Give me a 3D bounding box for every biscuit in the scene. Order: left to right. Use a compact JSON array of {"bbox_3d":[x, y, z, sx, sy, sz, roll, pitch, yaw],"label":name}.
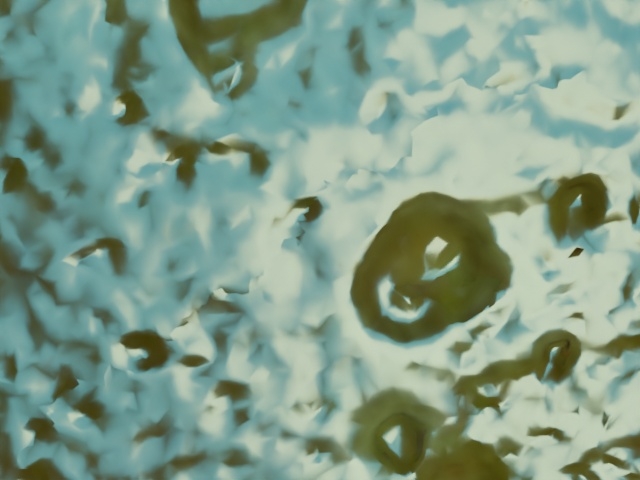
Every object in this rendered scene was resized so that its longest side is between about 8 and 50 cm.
[{"bbox_3d":[0.000,0.000,0.644,0.385,0.062,0.365,-30,98,0],"label":"biscuit"}]
